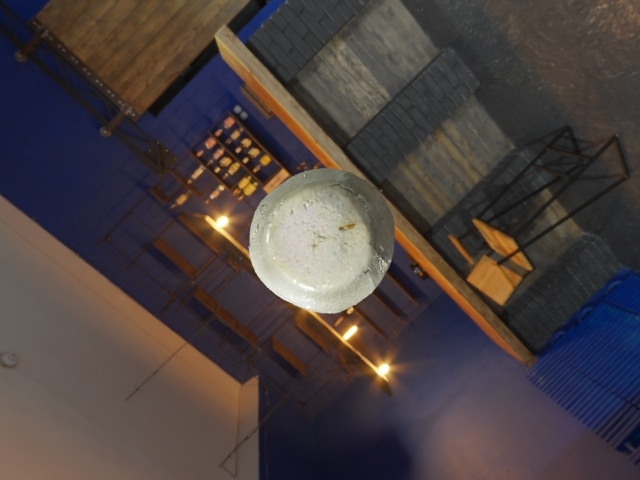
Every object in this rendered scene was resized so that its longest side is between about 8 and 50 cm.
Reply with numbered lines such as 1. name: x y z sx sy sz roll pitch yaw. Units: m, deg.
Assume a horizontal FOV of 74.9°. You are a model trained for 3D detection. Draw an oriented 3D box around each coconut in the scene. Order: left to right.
1. coconut: 0.000 0.000 0.638 0.224 0.224 0.234 45 -175 0
